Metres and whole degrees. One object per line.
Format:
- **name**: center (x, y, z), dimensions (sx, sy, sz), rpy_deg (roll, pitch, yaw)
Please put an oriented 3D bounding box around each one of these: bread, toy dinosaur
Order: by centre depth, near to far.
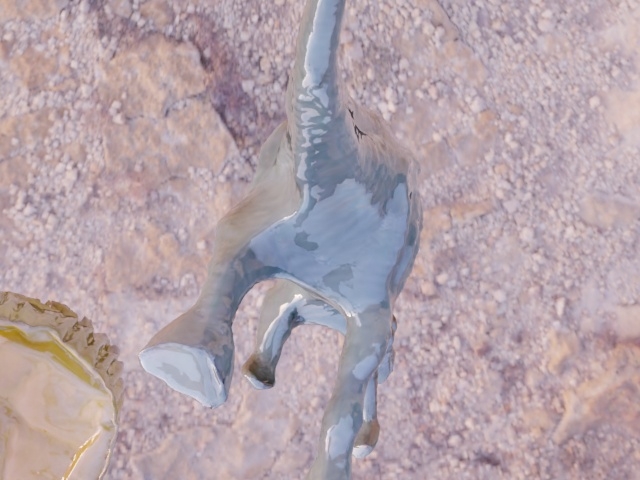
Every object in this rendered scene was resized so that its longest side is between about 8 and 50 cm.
- **toy dinosaur**: center (0.000, 0.000, 0.367), dimensions (0.092, 0.205, 0.392), rpy_deg (10, 138, 16)
- **bread**: center (-0.251, 0.156, 0.639), dimensions (0.179, 0.133, 0.250), rpy_deg (30, 90, -5)
